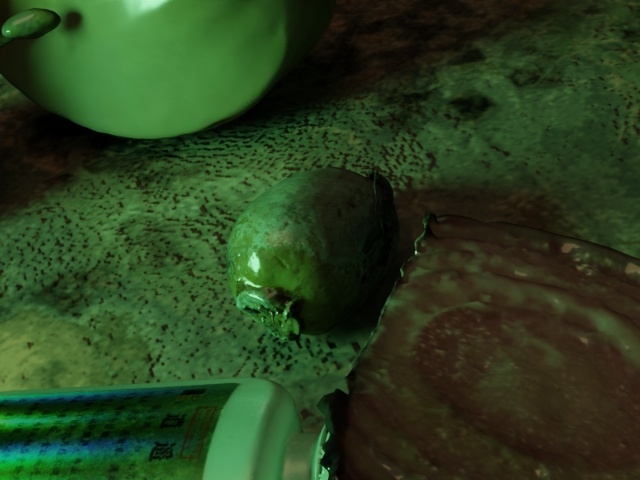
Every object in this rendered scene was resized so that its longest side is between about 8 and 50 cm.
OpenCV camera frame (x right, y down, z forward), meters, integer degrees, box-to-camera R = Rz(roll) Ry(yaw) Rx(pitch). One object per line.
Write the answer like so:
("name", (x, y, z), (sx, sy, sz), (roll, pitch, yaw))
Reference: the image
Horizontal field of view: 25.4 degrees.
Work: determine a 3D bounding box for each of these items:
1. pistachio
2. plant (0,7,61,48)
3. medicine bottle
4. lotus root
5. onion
("pistachio", (-0.116, -0.167, 1.055), (0.288, 0.197, 0.166), (-6, -11, 35))
("plant", (-0.349, -0.067, 1.072), (0.251, 0.180, 0.333), (-59, 13, -26))
("medicine bottle", (-0.072, 0.121, 0.673), (0.228, 0.083, 0.121), (-6, 33, 16))
("lotus root", (0.001, -0.002, 0.829), (0.088, 0.088, 0.165), (3, 28, 25))
("onion", (0.122, 0.113, 0.602), (0.247, 0.111, 0.250), (20, 32, 8))
